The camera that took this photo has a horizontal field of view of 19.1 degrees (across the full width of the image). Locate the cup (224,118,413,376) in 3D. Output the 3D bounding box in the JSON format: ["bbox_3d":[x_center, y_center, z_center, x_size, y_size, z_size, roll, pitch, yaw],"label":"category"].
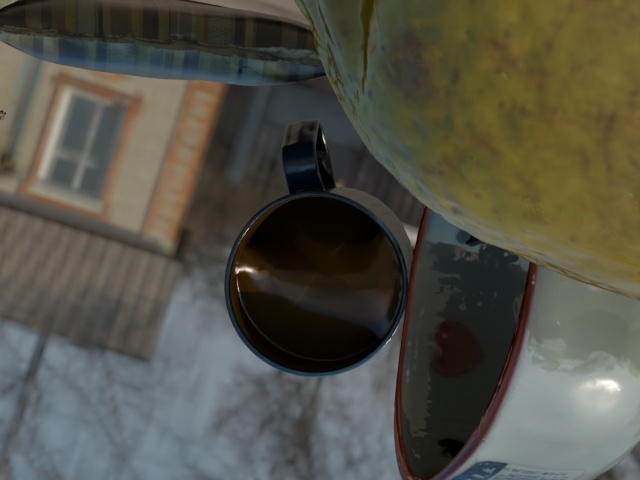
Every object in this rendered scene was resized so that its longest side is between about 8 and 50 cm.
[{"bbox_3d":[0.010,0.005,1.233,0.113,0.150,0.138,19,-173,4],"label":"cup"}]

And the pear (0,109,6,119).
[{"bbox_3d":[-0.352,-0.022,1.341,0.267,0.178,0.267,3,176,0],"label":"pear"}]

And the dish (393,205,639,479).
[{"bbox_3d":[0.130,0.027,1.017,0.117,0.256,0.256,12,-176,-11],"label":"dish"}]

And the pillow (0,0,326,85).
[{"bbox_3d":[-0.098,-0.126,1.177,0.212,0.052,0.208,3,-172,-8],"label":"pillow"}]

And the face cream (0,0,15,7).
[{"bbox_3d":[-0.297,-0.310,1.475,0.179,0.218,0.218,18,-178,-31],"label":"face cream"}]

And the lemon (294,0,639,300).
[{"bbox_3d":[0.096,-0.064,0.496,0.207,0.170,0.170,16,-177,-7],"label":"lemon"}]
